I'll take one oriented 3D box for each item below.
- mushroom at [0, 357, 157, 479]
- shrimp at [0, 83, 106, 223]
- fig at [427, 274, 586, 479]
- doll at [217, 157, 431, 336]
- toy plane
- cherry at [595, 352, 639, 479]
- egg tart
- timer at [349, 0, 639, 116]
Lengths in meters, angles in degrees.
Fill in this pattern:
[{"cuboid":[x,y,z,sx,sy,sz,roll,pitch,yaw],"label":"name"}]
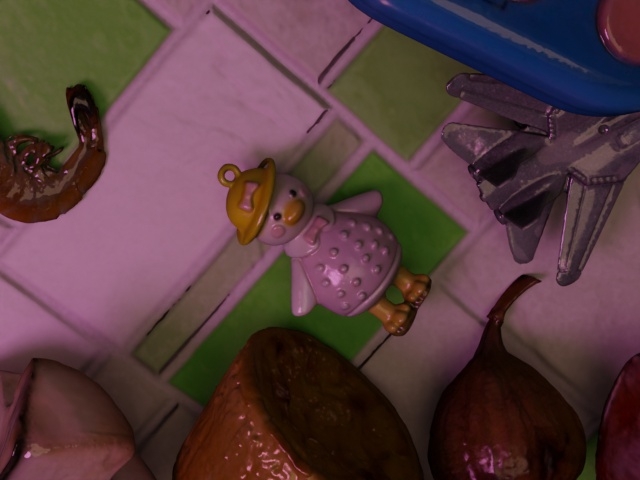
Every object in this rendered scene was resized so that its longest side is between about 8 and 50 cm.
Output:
[{"cuboid":[-0.222,0.189,0.817,0.173,0.162,0.236,13,125,-37],"label":"mushroom"},{"cuboid":[-0.248,-0.099,0.776,0.124,0.034,0.178,-35,109,1],"label":"shrimp"},{"cuboid":[0.157,0.135,0.860,0.133,0.146,0.201,-12,82,26],"label":"fig"},{"cuboid":[0.000,0.000,0.812,0.207,0.081,0.129,35,80,-13],"label":"doll"},{"cuboid":[0.244,-0.108,0.813,0.267,0.088,0.212,-36,108,-5],"label":"toy plane"},{"cuboid":[0.335,0.196,0.864,0.192,0.175,0.250,-27,109,16],"label":"cherry"},{"cuboid":[-0.025,0.191,0.818,0.202,0.202,0.147,35,113,-15],"label":"egg tart"},{"cuboid":[0.170,-0.269,0.706,0.340,0.115,0.309,23,87,-10],"label":"timer"}]
